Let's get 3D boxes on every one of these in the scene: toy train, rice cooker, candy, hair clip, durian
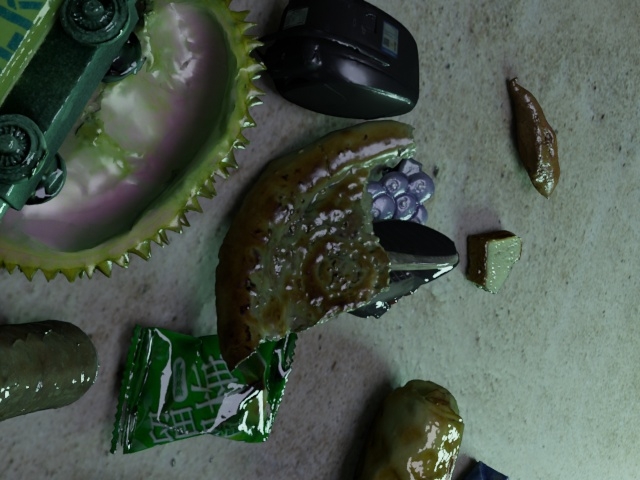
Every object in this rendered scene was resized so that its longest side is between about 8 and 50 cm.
[{"bbox_3d":[-0.265,-0.144,0.835,0.253,0.157,0.105,-62,175,-11],"label":"toy train"},{"bbox_3d":[0.026,-0.203,1.086,0.203,0.142,0.118,20,75,-45],"label":"rice cooker"},{"bbox_3d":[-0.131,0.167,1.078,0.203,0.078,0.141,6,86,-32],"label":"candy"},{"bbox_3d":[0.073,-0.020,1.249,0.124,0.052,0.195,23,92,-28],"label":"hair clip"},{"bbox_3d":[-0.176,-0.098,0.916,0.169,0.158,0.352,42,75,-29],"label":"durian"}]

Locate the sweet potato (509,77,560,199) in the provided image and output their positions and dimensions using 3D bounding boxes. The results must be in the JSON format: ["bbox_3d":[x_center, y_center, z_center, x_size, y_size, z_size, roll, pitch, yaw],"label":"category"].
[{"bbox_3d":[0.322,-0.150,1.437,0.068,0.060,0.206,-62,133,-62],"label":"sweet potato"}]

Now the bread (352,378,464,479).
[{"bbox_3d":[0.113,0.321,1.310,0.152,0.130,0.267,41,66,-84],"label":"bread"}]

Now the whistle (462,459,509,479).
[{"bbox_3d":[0.177,0.455,1.453,0.304,0.062,0.062,-42,126,-28],"label":"whistle"}]

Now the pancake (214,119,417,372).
[{"bbox_3d":[0.000,-0.002,1.090,0.197,0.054,0.376,31,69,-4],"label":"pancake"}]

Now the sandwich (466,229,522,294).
[{"bbox_3d":[0.262,0.031,1.441,0.105,0.036,0.093,-14,109,-42],"label":"sandwich"}]

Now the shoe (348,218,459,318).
[{"bbox_3d":[0.057,0.044,1.186,0.228,0.099,0.112,-3,123,-15],"label":"shoe"}]

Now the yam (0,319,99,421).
[{"bbox_3d":[-0.290,0.115,0.826,0.259,0.093,0.093,12,93,-77],"label":"yam"}]
